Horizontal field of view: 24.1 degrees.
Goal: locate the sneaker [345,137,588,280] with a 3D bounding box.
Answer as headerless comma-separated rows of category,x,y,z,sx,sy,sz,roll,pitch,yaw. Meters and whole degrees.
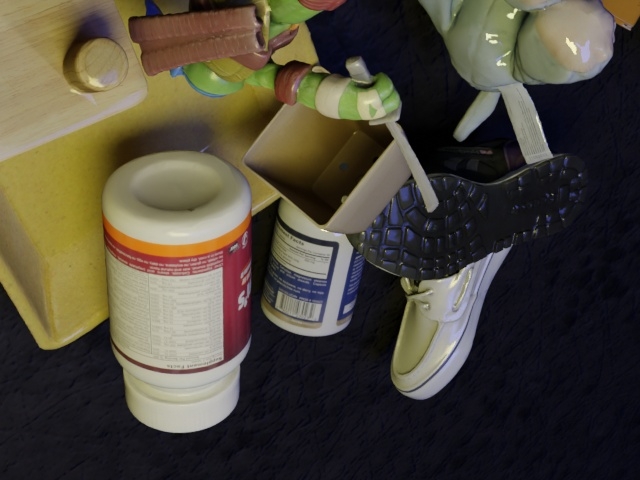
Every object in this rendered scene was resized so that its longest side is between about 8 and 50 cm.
sneaker,0.119,-0.040,1.459,0.283,0.124,0.107,-11,117,-36

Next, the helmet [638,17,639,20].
helmet,0.416,-0.246,1.578,0.161,0.169,0.169,39,91,-32

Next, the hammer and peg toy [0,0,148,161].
hammer and peg toy,-0.318,-0.137,0.984,0.361,0.127,0.266,-26,102,-17

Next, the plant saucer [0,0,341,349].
plant saucer,-0.166,-0.119,1.237,0.333,0.081,0.333,-36,138,-15

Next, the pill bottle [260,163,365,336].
pill bottle,0.000,0.000,1.455,0.094,0.094,0.169,-10,126,-35

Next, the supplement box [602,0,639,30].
supplement box,0.330,-0.335,1.503,0.078,0.080,0.233,17,106,-45

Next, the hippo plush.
hippo plush,0.225,-0.250,1.354,0.236,0.234,0.294,-42,125,-20

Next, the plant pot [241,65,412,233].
plant pot,0.019,-0.067,1.302,0.109,0.109,0.096,-51,150,2

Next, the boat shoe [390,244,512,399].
boat shoe,0.131,0.043,1.600,0.088,0.096,0.267,18,105,-39

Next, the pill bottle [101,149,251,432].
pill bottle,-0.117,0.046,1.250,0.121,0.121,0.221,-21,132,-28

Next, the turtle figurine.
turtle figurine,0.013,-0.193,1.108,0.275,0.198,0.266,18,152,-8
